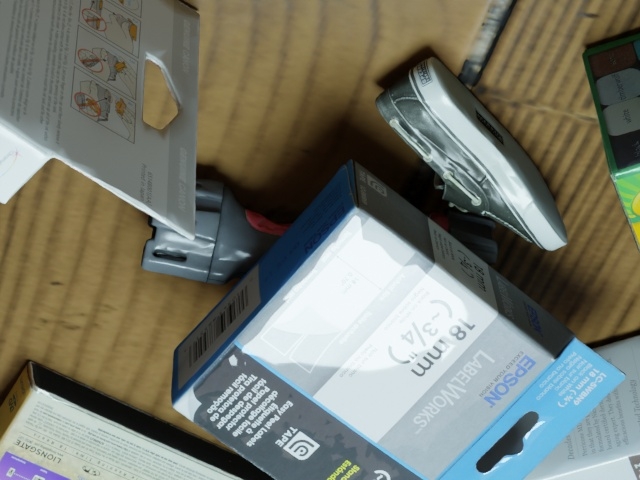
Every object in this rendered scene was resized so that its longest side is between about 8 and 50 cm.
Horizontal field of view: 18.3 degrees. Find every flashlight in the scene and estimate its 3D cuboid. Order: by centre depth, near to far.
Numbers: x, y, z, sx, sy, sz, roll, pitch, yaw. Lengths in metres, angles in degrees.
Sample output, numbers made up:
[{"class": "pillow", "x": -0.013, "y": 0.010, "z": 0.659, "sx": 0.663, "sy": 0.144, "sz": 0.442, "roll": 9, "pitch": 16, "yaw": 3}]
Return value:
[{"class": "flashlight", "x": 0.000, "y": 0.000, "z": 1.755, "sx": 0.304, "sy": 0.103, "sz": 0.103, "roll": 12, "pitch": 99, "yaw": -7}]

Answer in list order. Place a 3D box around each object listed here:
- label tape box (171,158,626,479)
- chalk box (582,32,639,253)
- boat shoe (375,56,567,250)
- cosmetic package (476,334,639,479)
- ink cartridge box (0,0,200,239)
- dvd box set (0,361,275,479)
[{"class": "label tape box", "x": 0.076, "y": 0.128, "z": 1.701, "sx": 0.333, "sy": 0.106, "sz": 0.240, "roll": 37, "pitch": 108, "yaw": -18}, {"class": "chalk box", "x": 0.333, "y": -0.078, "z": 1.649, "sx": 0.179, "sy": 0.180, "sz": 0.289, "roll": -17, "pitch": 130, "yaw": 11}, {"class": "boat shoe", "x": 0.133, "y": -0.065, "z": 1.721, "sx": 0.070, "sy": 0.078, "sz": 0.219, "roll": -33, "pitch": 116, "yaw": 21}, {"class": "cosmetic package", "x": 0.256, "y": 0.233, "z": 1.918, "sx": 0.385, "sy": 0.156, "sz": 0.217, "roll": -20, "pitch": 130, "yaw": 12}, {"class": "ink cartridge box", "x": -0.212, "y": -0.139, "z": 1.492, "sx": 0.261, "sy": 0.296, "sz": 0.066, "roll": 34, "pitch": 121, "yaw": -27}, {"class": "dvd box set", "x": -0.260, "y": 0.356, "z": 1.972, "sx": 0.307, "sy": 0.062, "sz": 0.420, "roll": 26, "pitch": 105, "yaw": -23}]
